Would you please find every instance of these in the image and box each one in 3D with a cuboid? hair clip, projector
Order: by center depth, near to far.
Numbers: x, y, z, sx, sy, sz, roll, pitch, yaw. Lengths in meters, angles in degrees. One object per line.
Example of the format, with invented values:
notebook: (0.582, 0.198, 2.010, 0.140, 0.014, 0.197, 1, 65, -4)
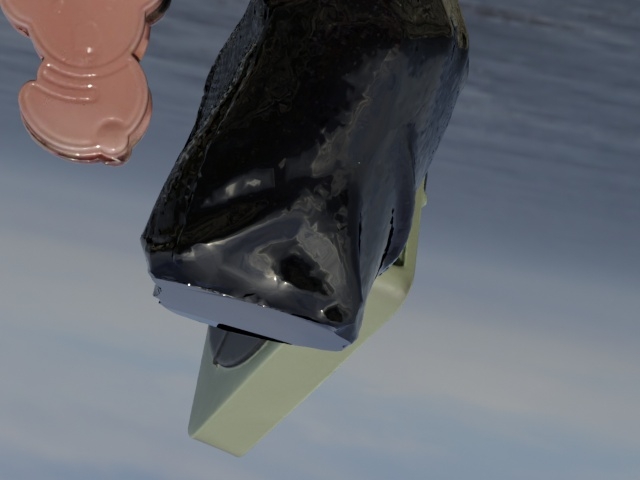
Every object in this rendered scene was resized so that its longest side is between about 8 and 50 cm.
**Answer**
hair clip: (-0.166, -0.133, 1.077, 0.123, 0.138, 0.102, -2, 140, -4)
projector: (0.000, 0.000, 1.114, 0.079, 0.257, 0.259, 25, 138, -18)

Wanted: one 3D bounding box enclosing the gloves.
gloves: (-0.009, -0.098, 0.675, 0.152, 0.301, 0.197, -5, 168, -3)
